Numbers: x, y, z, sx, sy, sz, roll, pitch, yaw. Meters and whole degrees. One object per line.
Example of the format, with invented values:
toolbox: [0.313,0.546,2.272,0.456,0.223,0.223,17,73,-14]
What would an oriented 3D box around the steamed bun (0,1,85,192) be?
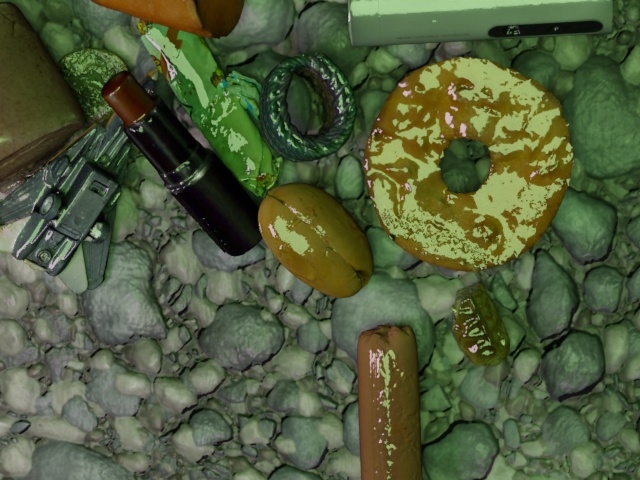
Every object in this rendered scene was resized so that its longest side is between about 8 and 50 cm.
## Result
steamed bun: [-0.485,-0.161,1.924,0.301,0.199,0.252,-29,98,12]

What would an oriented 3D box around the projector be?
projector: [0.202,-0.306,1.878,0.337,0.108,0.108,-2,102,6]

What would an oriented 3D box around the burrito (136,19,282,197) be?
burrito: [-0.130,-0.191,1.963,0.104,0.054,0.288,-32,96,9]

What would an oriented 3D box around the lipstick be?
lipstick: [-0.177,-0.099,1.921,0.081,0.081,0.300,-34,120,11]

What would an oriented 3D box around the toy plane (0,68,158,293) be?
toy plane: [-0.299,-0.088,1.969,0.204,0.103,0.316,30,105,-35]

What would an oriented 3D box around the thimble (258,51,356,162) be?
thimble: [-0.020,-0.170,1.919,0.118,0.090,0.135,-18,92,-16]

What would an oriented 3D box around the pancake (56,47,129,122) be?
pancake: [-0.308,-0.212,1.990,0.108,0.017,0.108,1,102,4]

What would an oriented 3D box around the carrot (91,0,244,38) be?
carrot: [-0.227,-0.341,1.897,0.225,0.159,0.159,4,102,16]

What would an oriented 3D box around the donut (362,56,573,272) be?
donut: [0.189,-0.104,1.920,0.277,0.108,0.278,1,103,5]

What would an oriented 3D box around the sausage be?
sausage: [0.094,0.254,2.016,0.086,0.086,0.289,-2,103,6]

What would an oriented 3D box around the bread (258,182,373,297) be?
bread: [0.000,0.000,1.962,0.189,0.077,0.114,43,66,-14]

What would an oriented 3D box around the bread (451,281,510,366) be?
bread: [0.212,0.119,1.992,0.066,0.060,0.110,-30,100,-19]
